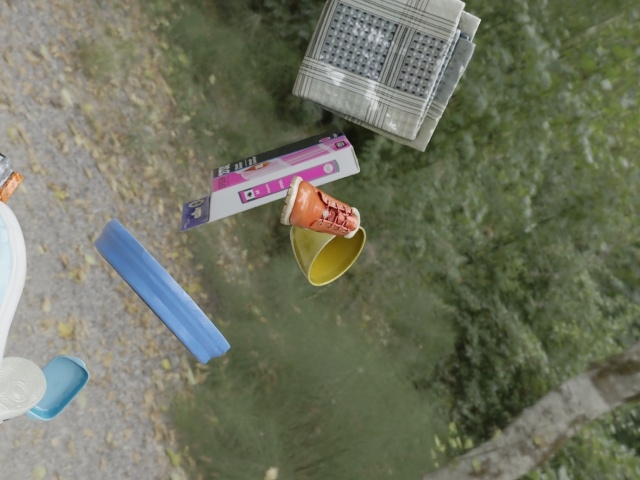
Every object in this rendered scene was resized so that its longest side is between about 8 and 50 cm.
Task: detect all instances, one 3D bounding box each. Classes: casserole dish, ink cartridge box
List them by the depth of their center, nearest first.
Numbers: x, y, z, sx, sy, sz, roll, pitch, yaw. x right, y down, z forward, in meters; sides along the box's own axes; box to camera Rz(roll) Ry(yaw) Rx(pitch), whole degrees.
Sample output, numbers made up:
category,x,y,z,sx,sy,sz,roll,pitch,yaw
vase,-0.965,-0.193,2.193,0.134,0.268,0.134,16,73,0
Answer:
category,x,y,z,sx,sy,sz,roll,pitch,yaw
ink cartridge box,-0.114,-0.126,1.617,0.176,0.370,0.069,-110,179,-68
casserole dish,-0.662,0.361,1.999,0.114,0.188,0.037,44,-5,-29

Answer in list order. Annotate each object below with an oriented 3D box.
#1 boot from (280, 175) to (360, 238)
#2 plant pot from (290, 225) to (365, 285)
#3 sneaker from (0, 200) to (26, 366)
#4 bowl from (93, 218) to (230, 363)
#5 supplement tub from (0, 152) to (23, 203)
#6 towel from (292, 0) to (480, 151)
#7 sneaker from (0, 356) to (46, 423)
category,x,y,z,sx,sy,sz,roll,pitch,yaw
boot,0.003,-0.036,0.970,0.158,0.084,0.059,17,90,-76
plant pot,0.000,0.000,1.445,0.095,0.134,0.134,43,5,27
sneaker,-0.540,0.074,1.195,0.150,0.135,0.366,60,21,-59
bowl,-0.359,0.122,1.800,0.391,0.077,0.391,45,-12,12
supplement tub,-0.631,-0.131,1.417,0.190,0.117,0.117,37,27,-17
towel,0.139,-0.385,1.675,0.324,0.312,0.056,23,5,1
sneaker,-0.728,0.350,1.653,0.131,0.148,0.350,60,29,3
